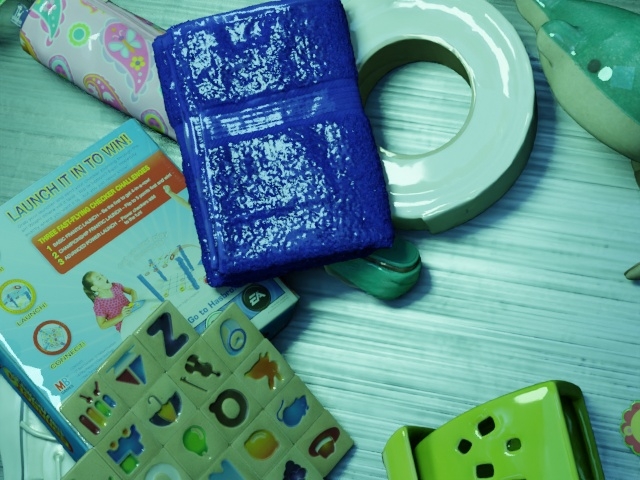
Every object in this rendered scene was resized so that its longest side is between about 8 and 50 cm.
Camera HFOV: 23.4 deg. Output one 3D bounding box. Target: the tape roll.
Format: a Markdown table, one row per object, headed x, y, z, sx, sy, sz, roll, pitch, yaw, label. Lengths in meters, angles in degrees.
| x | y | z | sx | sy | sz | roll | pitch | yaw | label |
| --- | --- | --- | --- | --- | --- | --- | --- | --- | --- |
| 0.113 | -0.156 | 1.810 | 0.286 | 0.100 | 0.286 | -2 | 80 | 9 | tape roll |

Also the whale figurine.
| x | y | z | sx | sy | sz | roll | pitch | yaw | label |
| --- | --- | --- | --- | --- | --- | --- | --- | --- | --- |
| 0.324 | -0.214 | 1.726 | 0.141 | 0.216 | 0.272 | -46 | 48 | 21 | whale figurine |

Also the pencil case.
| x | y | z | sx | sy | sz | roll | pitch | yaw | label |
| --- | --- | --- | --- | --- | --- | --- | --- | --- | --- |
| -0.230 | -0.218 | 1.873 | 0.284 | 0.124 | 0.124 | 32 | 87 | 14 | pencil case |

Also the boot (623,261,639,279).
| x | y | z | sx | sy | sz | roll | pitch | yaw | label |
| --- | --- | --- | --- | --- | --- | --- | --- | --- | --- |
| 0.416 | 0.045 | 1.749 | 0.118 | 0.042 | 0.087 | -29 | 79 | 5 | boot |

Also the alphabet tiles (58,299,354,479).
| x | y | z | sx | sy | sz | roll | pitch | yaw | label |
| --- | --- | --- | --- | --- | --- | --- | --- | --- | --- |
| -0.120 | 0.246 | 1.705 | 0.285 | 0.011 | 0.342 | -47 | 110 | -22 | alphabet tiles |

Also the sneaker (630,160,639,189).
| x | y | z | sx | sy | sz | roll | pitch | yaw | label |
| --- | --- | --- | --- | --- | --- | --- | --- | --- | --- |
| 0.454 | -0.092 | 1.764 | 0.188 | 0.066 | 0.071 | -18 | 94 | 12 | sneaker |

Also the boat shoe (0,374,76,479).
| x | y | z | sx | sy | sz | roll | pitch | yaw | label |
| --- | --- | --- | --- | --- | --- | --- | --- | --- | --- |
| -0.282 | 0.273 | 1.787 | 0.156 | 0.136 | 0.367 | -5 | 78 | 9 | boat shoe |

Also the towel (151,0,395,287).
| x | y | z | sx | sy | sz | roll | pitch | yaw | label |
| --- | --- | --- | --- | --- | --- | --- | --- | --- | --- |
| -0.055 | -0.115 | 1.734 | 0.227 | 0.076 | 0.308 | -14 | 83 | 7 | towel |

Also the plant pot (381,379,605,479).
| x | y | z | sx | sy | sz | roll | pitch | yaw | label |
| --- | --- | --- | --- | --- | --- | --- | --- | --- | --- |
| 0.195 | 0.283 | 1.659 | 0.207 | 0.228 | 0.227 | -15 | 78 | 14 | plant pot |

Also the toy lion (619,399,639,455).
| x | y | z | sx | sy | sz | roll | pitch | yaw | label |
| --- | --- | --- | --- | --- | --- | --- | --- | --- | --- |
| 0.390 | 0.202 | 1.733 | 0.100 | 0.034 | 0.096 | 14 | 90 | 12 | toy lion |

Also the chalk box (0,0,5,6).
| x | y | z | sx | sy | sz | roll | pitch | yaw | label |
| --- | --- | --- | --- | --- | --- | --- | --- | --- | --- |
| -0.482 | -0.380 | 1.920 | 0.180 | 0.179 | 0.289 | -44 | 77 | 0 | chalk box |

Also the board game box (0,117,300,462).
| x | y | z | sx | sy | sz | roll | pitch | yaw | label |
| --- | --- | --- | --- | --- | --- | --- | --- | --- | --- |
| -0.239 | 0.061 | 1.775 | 0.308 | 0.086 | 0.302 | -37 | 76 | -25 | board game box |

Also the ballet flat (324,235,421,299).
| x | y | z | sx | sy | sz | roll | pitch | yaw | label |
| --- | --- | --- | --- | --- | --- | --- | --- | --- | --- |
| 0.000 | 0.000 | 1.811 | 0.247 | 0.083 | 0.087 | 29 | 131 | 13 | ballet flat |
